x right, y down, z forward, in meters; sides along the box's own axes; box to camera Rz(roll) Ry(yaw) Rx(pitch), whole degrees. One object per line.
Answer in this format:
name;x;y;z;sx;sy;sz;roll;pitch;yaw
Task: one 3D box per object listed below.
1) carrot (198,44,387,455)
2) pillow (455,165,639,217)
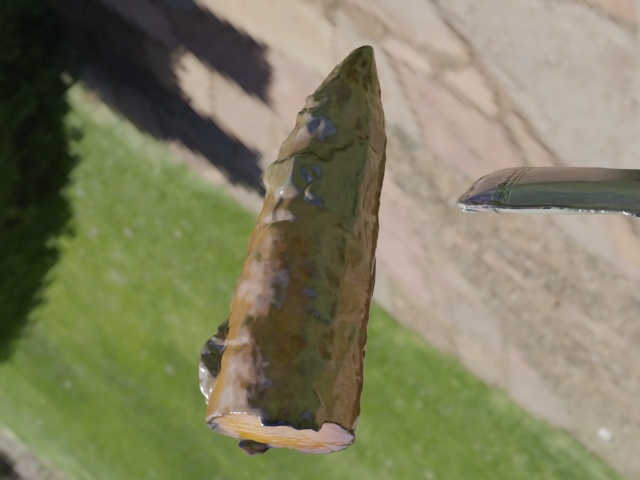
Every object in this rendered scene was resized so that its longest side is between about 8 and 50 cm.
carrot;0.000;0.000;1.132;0.102;0.263;0.102;11;164;3
pillow;0.241;-0.043;1.679;0.233;0.131;0.038;2;105;24
